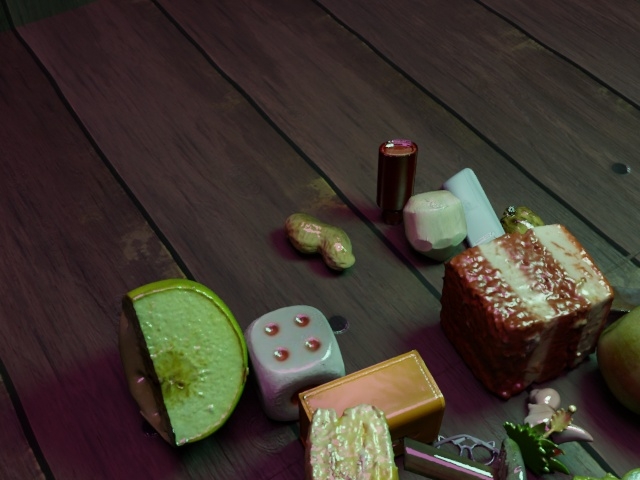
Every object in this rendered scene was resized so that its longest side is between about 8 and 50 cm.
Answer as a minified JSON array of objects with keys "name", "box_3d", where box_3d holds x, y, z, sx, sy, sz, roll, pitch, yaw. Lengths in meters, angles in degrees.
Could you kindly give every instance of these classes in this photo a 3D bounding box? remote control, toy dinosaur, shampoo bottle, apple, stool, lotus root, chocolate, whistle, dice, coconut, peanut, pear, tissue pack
[{"name":"remote control","box_3d":[0.411,-0.075,2.123,0.103,0.051,0.293,-35,48,20]},{"name":"toy dinosaur","box_3d":[0.493,0.404,1.678,0.177,0.152,0.194,-33,14,-26]},{"name":"shampoo bottle","box_3d":[0.200,-0.148,2.078,0.102,0.260,0.064,-6,49,-3]},{"name":"apple","box_3d":[0.737,0.253,1.701,0.256,0.257,0.234,-31,71,-24]},{"name":"stool","box_3d":[0.261,0.548,1.427,0.226,0.310,0.310,-2,46,9]},{"name":"lotus root","box_3d":[0.554,-0.009,2.064,0.108,0.094,0.191,-43,65,2]},{"name":"chocolate","box_3d":[0.811,0.181,1.880,0.321,0.112,0.112,5,39,8]},{"name":"whistle","box_3d":[0.618,0.517,1.612,0.198,0.057,0.104,2,53,14]},{"name":"dice","box_3d":[-0.061,0.273,1.749,0.193,0.194,0.192,-18,51,-13]},{"name":"coconut","box_3d":[0.297,-0.035,2.050,0.170,0.183,0.171,-9,12,2]},{"name":"peanut","box_3d":[0.000,0.000,2.062,0.229,0.098,0.103,27,95,24]},{"name":"pear","box_3d":[-0.312,0.252,1.735,0.238,0.318,0.343,-17,92,-25]},{"name":"tissue pack","box_3d":[0.104,0.379,1.654,0.274,0.194,0.145,-18,54,-14]}]

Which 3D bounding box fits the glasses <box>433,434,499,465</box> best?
[{"name":"glasses","box_3d":[0.311,0.426,1.661,0.139,0.104,0.063,3,50,9]}]

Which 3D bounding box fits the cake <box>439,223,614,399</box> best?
[{"name":"cake","box_3d":[0.472,0.152,1.794,0.319,0.270,0.270,-20,50,-14]}]

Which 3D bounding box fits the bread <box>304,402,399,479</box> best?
[{"name":"bread","box_3d":[0.057,0.488,1.429,0.165,0.375,0.237,-5,50,-1]}]
